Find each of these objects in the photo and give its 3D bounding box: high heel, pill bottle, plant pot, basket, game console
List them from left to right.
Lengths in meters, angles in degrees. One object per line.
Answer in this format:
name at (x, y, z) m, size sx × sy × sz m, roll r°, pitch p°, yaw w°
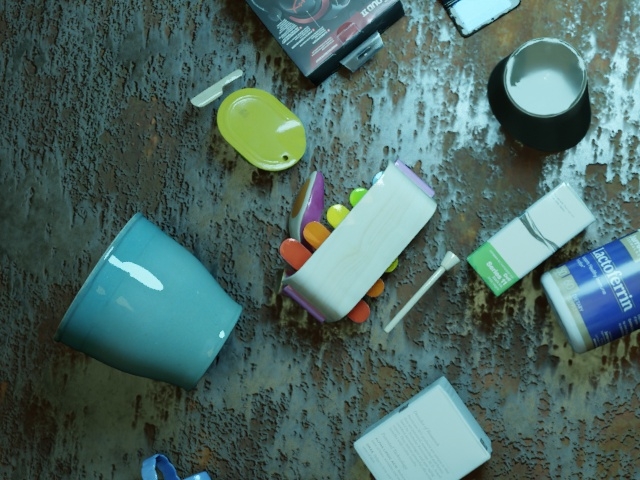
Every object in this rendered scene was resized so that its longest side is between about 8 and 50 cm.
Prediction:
plant pot at (-0.291, 0.130, 1.689) m, size 0.255 × 0.271 × 0.271 m, roll 33°, pitch 95°, yaw -6°
high heel at (0.000, 0.000, 1.730) m, size 0.117 × 0.082 × 0.244 m, roll 16°, pitch 78°, yaw -18°
game console at (0.280, -0.443, 1.679) m, size 0.122 × 0.107 × 0.071 m, roll -31°, pitch 55°, yaw 8°
basket at (0.371, -0.250, 1.577) m, size 0.204 × 0.227 × 0.154 m, roll 45°, pitch 97°, yaw 8°
pill bottle at (0.518, 0.071, 1.581) m, size 0.265 × 0.153 × 0.153 m, roll -26°, pitch 84°, yaw 8°

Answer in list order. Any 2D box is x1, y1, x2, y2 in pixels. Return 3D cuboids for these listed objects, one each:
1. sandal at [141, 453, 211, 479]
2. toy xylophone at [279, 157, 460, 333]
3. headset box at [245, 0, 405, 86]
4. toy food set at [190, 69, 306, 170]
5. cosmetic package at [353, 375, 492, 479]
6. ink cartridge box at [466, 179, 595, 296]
sandal at (-0.231, 0.488, 1.729) m, size 0.318 × 0.126 × 0.138 m, roll 15°, pitch 87°, yaw 9°
toy xylophone at (0.093, 0.023, 1.665) m, size 0.323 × 0.081 × 0.236 m, roll -41°, pitch 98°, yaw -6°
headset box at (-0.004, -0.440, 1.709) m, size 0.218 × 0.110 × 0.293 m, roll -39°, pitch 82°, yaw 8°
toy food set at (-0.125, -0.208, 1.755) m, size 0.218 × 0.071 × 0.128 m, roll 44°, pitch 72°, yaw 7°
cosmetic package at (0.181, 0.353, 1.637) m, size 0.184 × 0.151 × 0.151 m, roll -37°, pitch 82°, yaw 7°
ink cartridge box at (0.357, -0.002, 1.612) m, size 0.208 × 0.153 × 0.087 m, roll -39°, pitch 83°, yaw 8°
